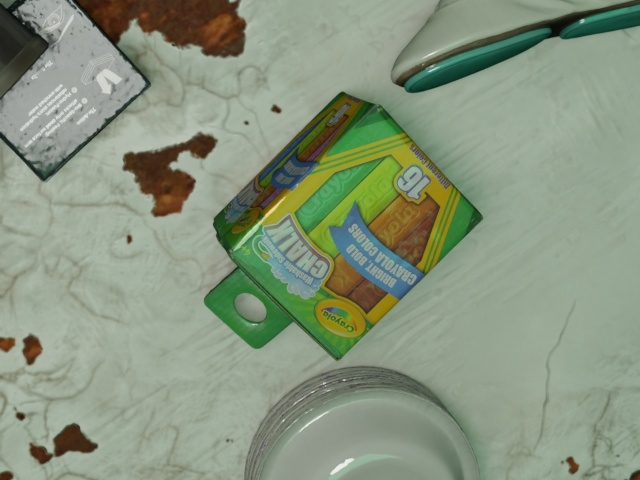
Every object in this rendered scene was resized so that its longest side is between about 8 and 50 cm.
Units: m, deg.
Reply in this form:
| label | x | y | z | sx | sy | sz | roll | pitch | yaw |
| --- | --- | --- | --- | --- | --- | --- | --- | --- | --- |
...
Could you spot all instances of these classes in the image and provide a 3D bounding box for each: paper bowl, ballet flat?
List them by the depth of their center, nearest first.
| label | x | y | z | sx | sy | sz | roll | pitch | yaw |
| --- | --- | --- | --- | --- | --- | --- | --- | --- | --- |
| ballet flat | 0.249 | -0.280 | 1.224 | 0.400 | 0.139 | 0.139 | -18 | 105 | -12 |
| paper bowl | 0.055 | 0.308 | 1.292 | 0.284 | 0.148 | 0.284 | -3 | 104 | -11 |

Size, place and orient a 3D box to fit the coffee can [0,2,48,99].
| label | x | y | z | sx | sy | sz | roll | pitch | yaw |
| --- | --- | --- | --- | --- | --- | --- | --- | --- | --- |
| coffee can | -0.408 | -0.193 | 0.919 | 0.275 | 0.201 | 0.201 | 43 | 91 | -18 |

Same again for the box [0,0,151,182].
| label | x | y | z | sx | sy | sz | roll | pitch | yaw |
| --- | --- | --- | --- | --- | --- | --- | --- | --- | --- |
| box | -0.292 | -0.175 | 1.138 | 0.156 | 0.093 | 0.158 | -42 | 106 | -1 |

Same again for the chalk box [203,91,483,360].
| label | x | y | z | sx | sy | sz | roll | pitch | yaw |
| --- | --- | --- | --- | --- | --- | --- | --- | --- | --- |
| chalk box | 0.000 | 0.000 | 1.193 | 0.289 | 0.179 | 0.180 | -46 | 107 | 1 |
